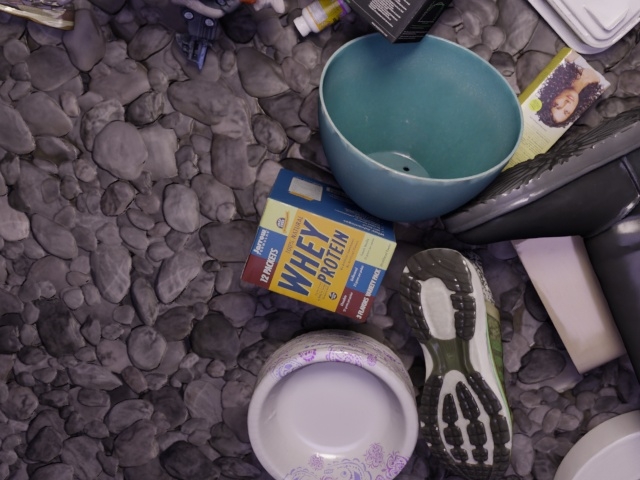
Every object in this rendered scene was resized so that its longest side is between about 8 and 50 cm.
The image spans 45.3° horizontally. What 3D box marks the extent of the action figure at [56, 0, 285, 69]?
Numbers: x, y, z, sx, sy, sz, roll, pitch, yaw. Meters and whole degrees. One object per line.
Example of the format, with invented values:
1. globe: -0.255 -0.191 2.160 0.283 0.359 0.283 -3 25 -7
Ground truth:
1. action figure: -0.204 -0.345 1.043 0.330 0.178 0.341 4 138 -7

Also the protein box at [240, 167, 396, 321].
1. protein box: 0.000 0.000 1.201 0.200 0.201 0.136 19 108 -4

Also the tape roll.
1. tape roll: 0.619 0.489 1.400 0.392 0.072 0.392 1 108 3

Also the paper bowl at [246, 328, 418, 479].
1. paper bowl: 0.022 0.287 1.322 0.284 0.148 0.284 1 108 3

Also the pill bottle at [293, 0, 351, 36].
1. pill bottle: 0.002 -0.347 1.172 0.083 0.043 0.043 -30 104 12

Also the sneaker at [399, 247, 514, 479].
1. sneaker: 0.257 0.195 1.258 0.158 0.182 0.410 -2 102 36

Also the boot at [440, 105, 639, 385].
1. boot: 0.436 0.073 1.152 0.367 0.146 0.445 -26 100 6

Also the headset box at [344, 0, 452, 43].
1. headset box: 0.114 -0.453 1.028 0.246 0.131 0.283 43 117 8

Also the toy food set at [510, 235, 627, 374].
1. toy food set: 0.462 0.049 1.266 0.220 0.092 0.306 -28 96 11

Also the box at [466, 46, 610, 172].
1. box: 0.334 -0.185 1.202 0.087 0.058 0.232 38 106 -9

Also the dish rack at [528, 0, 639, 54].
1. dish rack: 0.398 -0.457 1.086 0.333 0.072 0.285 41 104 -18

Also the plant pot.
1. plant pot: 0.126 -0.140 1.138 0.290 0.290 0.195 14 144 -2

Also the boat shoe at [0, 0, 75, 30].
1. boat shoe: -0.454 -0.368 1.185 0.152 0.056 0.049 15 103 -12
